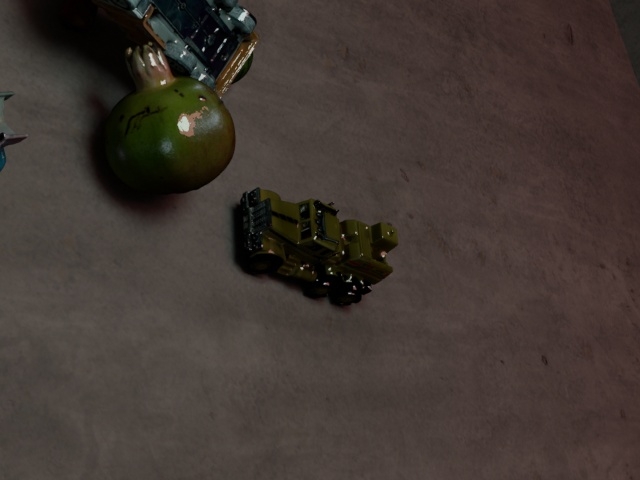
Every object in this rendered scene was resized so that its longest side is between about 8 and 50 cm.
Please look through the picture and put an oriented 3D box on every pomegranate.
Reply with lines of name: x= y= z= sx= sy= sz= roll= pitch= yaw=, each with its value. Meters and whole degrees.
pomegranate: x=-0.209 y=-0.164 z=1.563 sx=0.180 sy=0.180 sz=0.210 roll=-42 pitch=118 yaw=-52

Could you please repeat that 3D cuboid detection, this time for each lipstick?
lipstick: x=-0.325 y=-0.424 z=1.686 sx=0.081 sy=0.081 sz=0.300 roll=30 pitch=52 yaw=-35

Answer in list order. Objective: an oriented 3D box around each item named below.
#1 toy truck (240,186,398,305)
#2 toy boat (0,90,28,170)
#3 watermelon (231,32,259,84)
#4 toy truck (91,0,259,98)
toy truck: x=-0.005 y=0.001 z=1.752 sx=0.257 sy=0.127 sz=0.127 roll=19 pitch=55 yaw=-37
toy boat: x=-0.478 y=-0.127 z=1.310 sx=0.299 sy=0.092 sz=0.134 roll=-13 pitch=81 yaw=-53
watermelon: x=-0.150 y=-0.287 z=1.780 sx=0.109 sy=0.109 sz=0.109 roll=28 pitch=48 yaw=-36
toy truck: x=-0.225 y=-0.331 z=1.599 sx=0.136 sy=0.162 sz=0.305 roll=-58 pitch=144 yaw=-12
